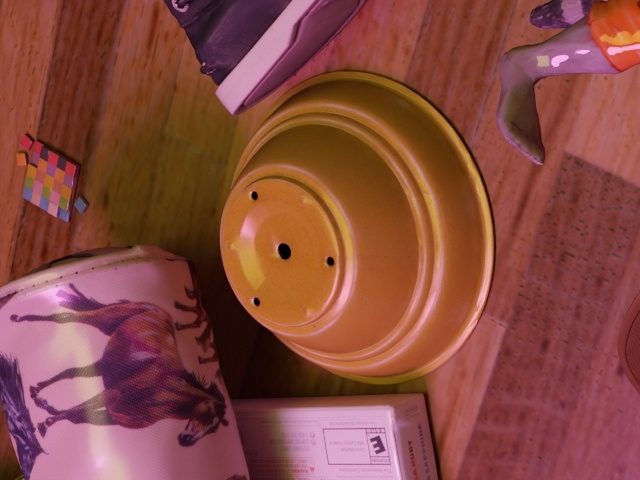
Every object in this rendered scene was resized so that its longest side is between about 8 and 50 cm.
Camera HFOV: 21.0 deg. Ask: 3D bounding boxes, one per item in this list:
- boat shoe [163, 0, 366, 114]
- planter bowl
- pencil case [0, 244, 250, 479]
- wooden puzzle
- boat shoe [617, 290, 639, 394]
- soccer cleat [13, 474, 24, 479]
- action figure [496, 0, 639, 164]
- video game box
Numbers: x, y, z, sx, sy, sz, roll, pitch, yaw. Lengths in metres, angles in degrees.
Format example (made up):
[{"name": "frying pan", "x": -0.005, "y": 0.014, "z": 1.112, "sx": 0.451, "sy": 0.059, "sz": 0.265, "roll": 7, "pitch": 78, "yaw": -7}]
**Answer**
[{"name": "boat shoe", "x": 0.009, "y": -0.219, "z": 1.063, "sx": 0.113, "sy": 0.127, "sz": 0.340, "roll": 49, "pitch": 135, "yaw": 5}, {"name": "planter bowl", "x": 0.000, "y": 0.000, "z": 1.144, "sx": 0.217, "sy": 0.090, "sz": 0.217, "roll": 9, "pitch": 105, "yaw": 36}, {"name": "pencil case", "x": -0.124, "y": 0.209, "z": 1.187, "sx": 0.183, "sy": 0.160, "sz": 0.410, "roll": -14, "pitch": 91, "yaw": 50}, {"name": "wooden puzzle", "x": -0.211, "y": -0.047, "z": 1.353, "sx": 0.083, "sy": 0.006, "sz": 0.049, "roll": 29, "pitch": 117, "yaw": 30}, {"name": "boat shoe", "x": 0.271, "y": 0.007, "z": 0.932, "sx": 0.109, "sy": 0.098, "sz": 0.302, "roll": 47, "pitch": 141, "yaw": 11}, {"name": "soccer cleat", "x": -0.215, "y": 0.215, "z": 1.382, "sx": 0.289, "sy": 0.093, "sz": 0.121, "roll": -11, "pitch": 63, "yaw": 44}, {"name": "action figure", "x": 0.208, "y": -0.178, "z": 0.830, "sx": 0.330, "sy": 0.341, "sz": 0.178, "roll": -51, "pitch": 42, "yaw": 31}, {"name": "video game box", "x": -0.002, "y": 0.204, "z": 1.221, "sx": 0.205, "sy": 0.048, "sz": 0.187, "roll": -5, "pitch": 95, "yaw": 39}]
